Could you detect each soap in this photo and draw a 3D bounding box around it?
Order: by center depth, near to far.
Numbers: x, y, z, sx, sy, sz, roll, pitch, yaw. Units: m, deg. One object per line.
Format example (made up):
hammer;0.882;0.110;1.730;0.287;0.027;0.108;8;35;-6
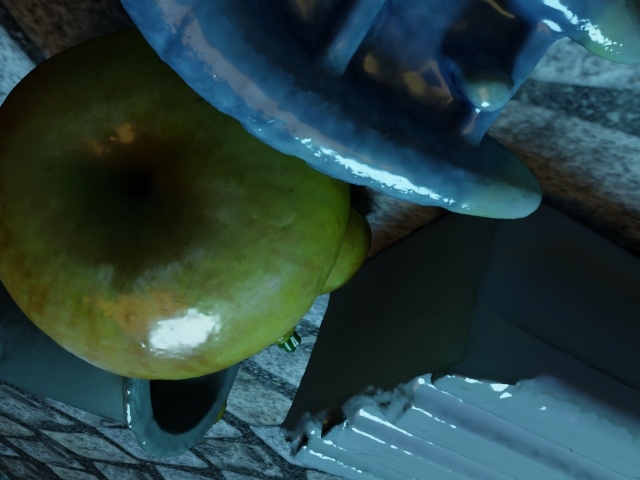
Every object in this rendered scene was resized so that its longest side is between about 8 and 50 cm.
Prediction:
soap;0.236;0.168;0.839;0.435;0.212;0.350;27;145;-16

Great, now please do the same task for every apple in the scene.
apple;-0.117;-0.030;0.641;0.286;0.285;0.233;11;171;9
apple;0.000;0.000;0.783;0.102;0.099;0.114;-43;153;17

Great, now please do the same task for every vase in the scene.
vase;-0.267;0.102;0.983;0.291;0.245;0.245;13;150;23

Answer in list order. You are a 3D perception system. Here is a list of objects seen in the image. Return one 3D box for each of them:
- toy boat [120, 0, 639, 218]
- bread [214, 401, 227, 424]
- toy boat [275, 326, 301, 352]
toy boat;0.029;-0.134;0.458;0.330;0.123;0.215;31;115;-12
bread;-0.188;0.205;1.220;0.124;0.084;0.344;33;153;17
toy boat;-0.060;0.066;0.930;0.088;0.089;0.229;33;159;13
